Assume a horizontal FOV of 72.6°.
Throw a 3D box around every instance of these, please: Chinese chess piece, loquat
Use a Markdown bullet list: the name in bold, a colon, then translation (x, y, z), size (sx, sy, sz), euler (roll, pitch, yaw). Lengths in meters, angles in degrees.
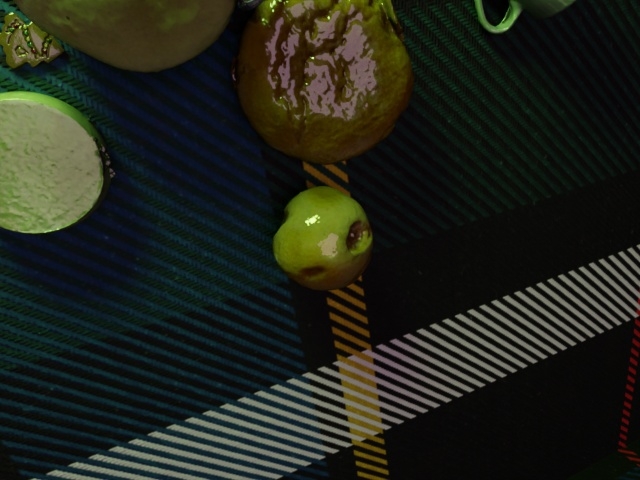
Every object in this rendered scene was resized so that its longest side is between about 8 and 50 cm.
- **Chinese chess piece**: translation (-0.463, -0.122, 0.712), size (0.237, 0.092, 0.238), euler (-7, 109, -19)
- **loquat**: translation (-0.001, -0.005, 0.882), size (0.213, 0.213, 0.213), euler (-7, 110, -20)

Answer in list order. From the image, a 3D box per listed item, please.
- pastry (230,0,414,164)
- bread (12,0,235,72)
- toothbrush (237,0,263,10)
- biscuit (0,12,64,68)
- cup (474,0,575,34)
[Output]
- **pastry**: translation (0.010, -0.309, 0.802), size (0.356, 0.164, 0.356), euler (-9, 112, -22)
- **bread**: translation (-0.273, -0.410, 0.616), size (0.320, 0.237, 0.321), euler (-4, 128, -5)
- **toothbrush**: translation (-0.021, -0.489, 0.701), size (0.413, 0.035, 0.042), euler (-60, 157, -28)
- **biscuit**: translation (-0.460, -0.310, 0.692), size (0.092, 0.016, 0.082), euler (6, 105, -22)
- **cup**: translation (0.400, -0.564, 0.883), size (0.234, 0.186, 0.258), euler (23, 125, -19)
